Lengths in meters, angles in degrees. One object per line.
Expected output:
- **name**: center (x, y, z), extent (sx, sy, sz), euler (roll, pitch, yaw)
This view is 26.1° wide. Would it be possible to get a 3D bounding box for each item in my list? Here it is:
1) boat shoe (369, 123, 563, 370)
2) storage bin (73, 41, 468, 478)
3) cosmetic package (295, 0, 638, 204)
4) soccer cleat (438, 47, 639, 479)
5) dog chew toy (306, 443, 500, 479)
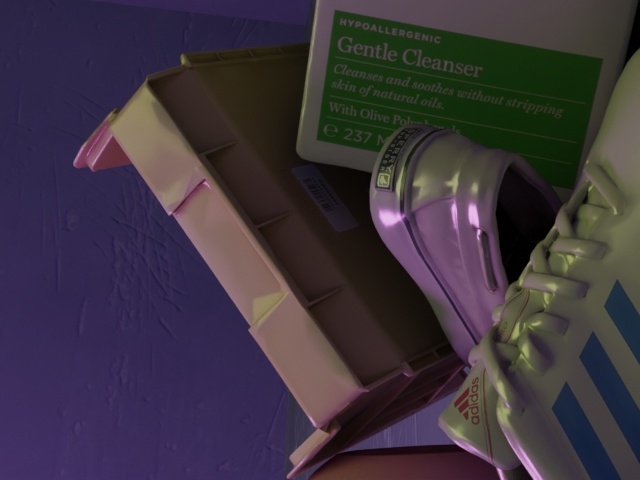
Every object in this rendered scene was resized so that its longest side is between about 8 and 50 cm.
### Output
- **boat shoe**: center (0.125, 0.021, 0.822), extent (0.096, 0.088, 0.267), euler (-61, -40, -21)
- **storage bin**: center (0.000, 0.000, 0.971), extent (0.123, 0.260, 0.262), euler (-44, 75, 33)
- **cosmetic package**: center (0.111, -0.224, 0.842), extent (0.155, 0.197, 0.365), euler (-63, -18, -63)
- **soccer cleat**: center (0.138, 0.048, 0.702), extent (0.116, 0.143, 0.331), euler (170, 105, -83)
- **dog chew toy**: center (0.074, 0.300, 0.882), extent (0.206, 0.206, 0.332), euler (138, 129, -81)
